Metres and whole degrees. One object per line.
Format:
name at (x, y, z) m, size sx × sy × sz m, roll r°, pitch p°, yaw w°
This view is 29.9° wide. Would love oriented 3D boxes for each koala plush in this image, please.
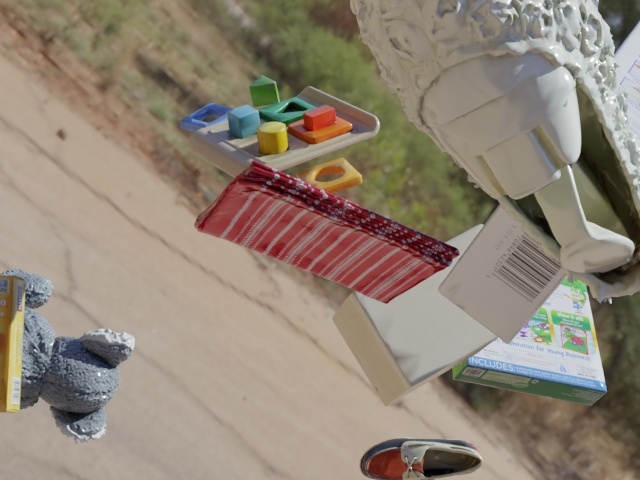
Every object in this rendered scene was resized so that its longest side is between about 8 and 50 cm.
koala plush at (-0.379, 0.175, 1.654) m, size 0.221 × 0.196 × 0.203 m, roll 23°, pitch 9°, yaw -8°

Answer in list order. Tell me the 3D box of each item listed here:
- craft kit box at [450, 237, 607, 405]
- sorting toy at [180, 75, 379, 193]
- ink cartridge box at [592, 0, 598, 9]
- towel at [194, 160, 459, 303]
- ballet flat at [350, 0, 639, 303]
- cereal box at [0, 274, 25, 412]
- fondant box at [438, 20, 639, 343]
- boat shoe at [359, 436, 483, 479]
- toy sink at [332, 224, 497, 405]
craft kit box at (0.323, 0.129, 1.930) m, size 0.249 × 0.061 × 0.247 m, roll 13°, pitch 52°, yaw -17°
sorting toy at (-0.050, -0.146, 1.532) m, size 0.347 × 0.196 × 0.047 m, roll 32°, pitch -39°, yaw 49°
ink cartridge box at (0.166, -0.171, 0.968) m, size 0.060 × 0.104 × 0.180 m, roll 39°, pitch 37°, yaw -15°
towel at (0.000, 0.000, 1.409) m, size 0.274 × 0.031 × 0.199 m, roll 22°, pitch -25°, yaw -15°
ballet flat at (0.158, -0.070, 0.834) m, size 0.409 × 0.147 × 0.147 m, roll 37°, pitch 10°, yaw -49°
cereal box at (-0.496, 0.131, 1.510) m, size 0.047 × 0.240 × 0.173 m, roll 50°, pitch 39°, yaw -78°
fondant box at (0.270, -0.072, 1.250) m, size 0.096 × 0.238 × 0.330 m, roll 37°, pitch 37°, yaw 4°
boat shoe at (0.112, 0.247, 1.338) m, size 0.137 × 0.049 × 0.043 m, roll -3°, pitch 10°, yaw -10°
toy sink at (0.161, 0.105, 1.693) m, size 0.153 × 0.234 × 0.131 m, roll 58°, pitch -22°, yaw 11°
